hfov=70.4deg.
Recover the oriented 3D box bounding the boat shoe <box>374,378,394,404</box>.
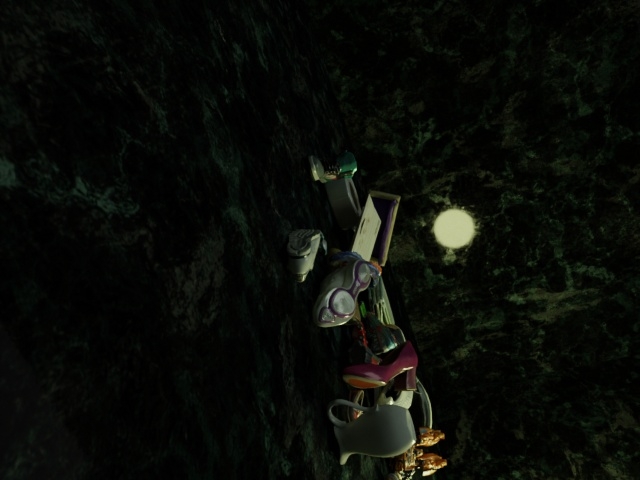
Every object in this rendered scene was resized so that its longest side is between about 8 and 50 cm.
[{"bbox_3d":[0.273,0.662,1.779,0.301,0.102,0.108,-80,151,-62],"label":"boat shoe"}]

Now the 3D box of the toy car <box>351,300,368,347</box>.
[{"bbox_3d":[0.143,0.293,1.798,0.225,0.053,0.239,-12,86,-77],"label":"toy car"}]

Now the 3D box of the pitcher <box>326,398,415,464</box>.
[{"bbox_3d":[0.130,0.484,1.189,0.125,0.207,0.178,-61,132,-72],"label":"pitcher"}]

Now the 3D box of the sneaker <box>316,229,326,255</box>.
[{"bbox_3d":[0.000,0.000,1.609,0.069,0.038,0.098,-77,157,-67],"label":"sneaker"}]

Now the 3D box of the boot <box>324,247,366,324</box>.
[{"bbox_3d":[0.109,0.182,1.635,0.236,0.089,0.270,22,44,-33],"label":"boot"}]

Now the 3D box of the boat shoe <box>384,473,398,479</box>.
[{"bbox_3d":[0.254,0.895,1.534,0.066,0.066,0.183,35,30,-62],"label":"boat shoe"}]

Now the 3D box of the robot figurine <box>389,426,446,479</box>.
[{"bbox_3d":[0.377,0.830,1.788,0.290,0.085,0.211,13,67,-39],"label":"robot figurine"}]

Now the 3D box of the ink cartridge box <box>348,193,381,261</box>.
[{"bbox_3d":[0.183,-0.024,2.043,0.261,0.066,0.296,56,48,-56],"label":"ink cartridge box"}]

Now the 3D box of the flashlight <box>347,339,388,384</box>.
[{"bbox_3d":[0.184,0.467,1.681,0.103,0.103,0.304,37,-5,34],"label":"flashlight"}]

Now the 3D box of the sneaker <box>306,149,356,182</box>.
[{"bbox_3d":[0.057,-0.310,1.888,0.295,0.178,0.124,-11,85,-76],"label":"sneaker"}]

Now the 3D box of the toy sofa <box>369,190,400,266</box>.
[{"bbox_3d":[0.288,-0.061,2.270,0.177,0.150,0.363,-42,144,-70],"label":"toy sofa"}]

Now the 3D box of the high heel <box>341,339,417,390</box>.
[{"bbox_3d":[0.201,0.411,1.552,0.377,0.127,0.182,25,55,-44],"label":"high heel"}]

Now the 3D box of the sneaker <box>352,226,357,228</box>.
[{"bbox_3d":[0.233,-0.100,2.486,0.290,0.123,0.106,2,70,-77],"label":"sneaker"}]

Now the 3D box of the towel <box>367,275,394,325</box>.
[{"bbox_3d":[0.308,0.362,2.308,0.374,0.090,0.321,-73,148,-71],"label":"towel"}]

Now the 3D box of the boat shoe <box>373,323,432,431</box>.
[{"bbox_3d":[0.343,0.614,1.981,0.156,0.186,0.501,19,53,-64],"label":"boat shoe"}]

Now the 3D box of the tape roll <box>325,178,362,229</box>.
[{"bbox_3d":[0.116,-0.197,2.170,0.286,0.100,0.286,-16,90,-77],"label":"tape roll"}]

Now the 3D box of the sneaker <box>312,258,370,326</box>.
[{"bbox_3d":[0.048,0.176,1.428,0.305,0.152,0.114,-43,108,-49],"label":"sneaker"}]

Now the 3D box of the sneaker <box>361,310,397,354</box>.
[{"bbox_3d":[0.202,0.377,1.845,0.104,0.125,0.262,60,-9,-19],"label":"sneaker"}]

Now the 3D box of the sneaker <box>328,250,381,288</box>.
[{"bbox_3d":[0.125,0.102,1.584,0.221,0.083,0.087,22,54,-24],"label":"sneaker"}]

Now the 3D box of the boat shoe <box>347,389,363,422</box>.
[{"bbox_3d":[0.112,0.524,1.421,0.137,0.043,0.049,-76,149,-63],"label":"boat shoe"}]

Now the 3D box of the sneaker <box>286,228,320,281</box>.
[{"bbox_3d":[-0.048,0.032,1.304,0.235,0.090,0.095,-60,145,-67],"label":"sneaker"}]

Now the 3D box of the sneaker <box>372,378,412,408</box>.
[{"bbox_3d":[0.287,0.575,1.696,0.297,0.111,0.129,-23,133,-60],"label":"sneaker"}]
